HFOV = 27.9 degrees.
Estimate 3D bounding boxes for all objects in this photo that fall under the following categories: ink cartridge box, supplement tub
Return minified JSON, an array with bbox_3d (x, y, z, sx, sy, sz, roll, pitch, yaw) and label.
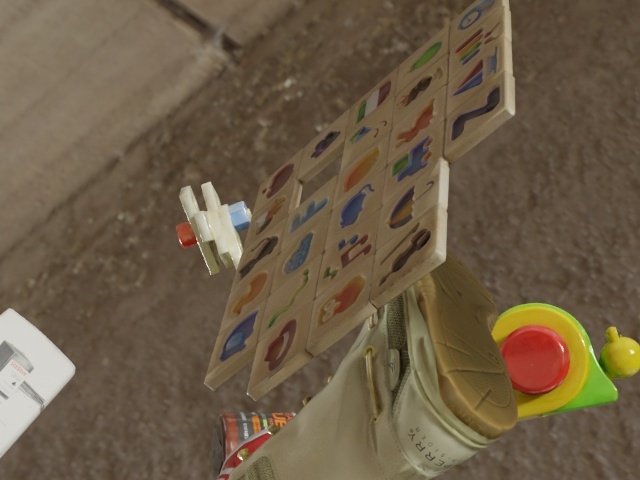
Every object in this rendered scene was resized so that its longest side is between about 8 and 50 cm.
[{"bbox_3d":[-0.316,0.167,1.091,0.158,0.092,0.218,-45,3,15],"label":"ink cartridge box"},{"bbox_3d":[-0.036,0.272,1.651,0.106,0.198,0.106,-178,90,-75],"label":"supplement tub"}]

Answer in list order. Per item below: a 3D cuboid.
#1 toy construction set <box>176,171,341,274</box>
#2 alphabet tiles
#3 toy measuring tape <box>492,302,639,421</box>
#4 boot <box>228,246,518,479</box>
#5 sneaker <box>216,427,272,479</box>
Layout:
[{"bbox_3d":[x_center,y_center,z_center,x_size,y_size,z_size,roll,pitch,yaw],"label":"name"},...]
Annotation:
[{"bbox_3d":[0.000,0.000,1.446,0.327,0.215,0.151,-11,36,15],"label":"toy construction set"},{"bbox_3d":[0.022,-0.024,0.656,0.198,0.009,0.237,-38,21,27],"label":"alphabet tiles"},{"bbox_3d":[0.158,0.133,1.307,0.330,0.121,0.121,-13,49,13],"label":"toy measuring tape"},{"bbox_3d":[0.023,0.085,0.721,0.165,0.077,0.213,-46,18,19],"label":"boot"},{"bbox_3d":[-0.061,0.171,0.836,0.118,0.042,0.067,-47,-2,-8],"label":"sneaker"}]
